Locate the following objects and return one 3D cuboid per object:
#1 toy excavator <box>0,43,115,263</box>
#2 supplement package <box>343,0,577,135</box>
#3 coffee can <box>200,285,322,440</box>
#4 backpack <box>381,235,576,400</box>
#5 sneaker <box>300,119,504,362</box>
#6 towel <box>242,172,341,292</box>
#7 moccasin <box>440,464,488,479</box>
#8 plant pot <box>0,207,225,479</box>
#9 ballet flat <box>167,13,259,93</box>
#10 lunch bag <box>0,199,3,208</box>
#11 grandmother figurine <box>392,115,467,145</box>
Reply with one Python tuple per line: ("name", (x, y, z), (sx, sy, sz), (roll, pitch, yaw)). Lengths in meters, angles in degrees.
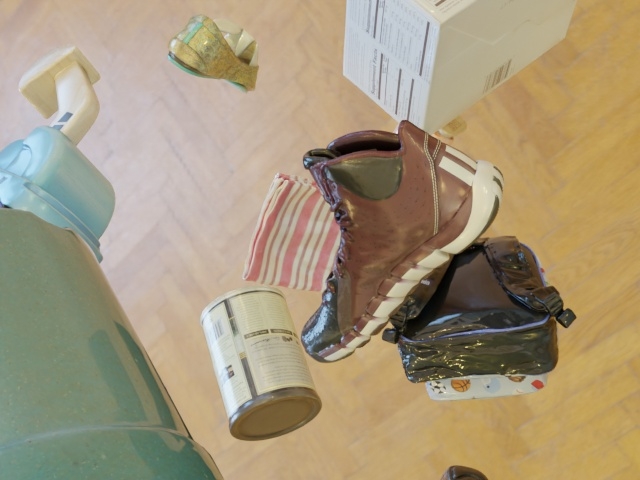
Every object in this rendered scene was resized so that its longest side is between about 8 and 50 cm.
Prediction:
("toy excavator", (-0.448, -0.118, 1.503), (0.433, 0.445, 0.222), (20, 154, 44))
("supplement package", (0.171, -0.283, 1.073), (0.145, 0.262, 0.204), (45, 158, 23))
("coffee can", (-0.132, 0.265, 1.988), (0.201, 0.201, 0.275), (-43, 52, 31))
("backpack", (0.249, 0.114, 1.441), (0.276, 0.263, 0.213), (-3, 126, 11))
("sneaker", (0.028, -0.011, 0.878), (0.162, 0.106, 0.281), (35, 121, -13))
("towel", (0.000, 0.000, 1.185), (0.029, 0.197, 0.144), (30, 104, 51))
("moccasin", (0.268, 0.563, 1.619), (0.139, 0.380, 0.147), (12, 112, -16))
("plant pot", (-0.258, 0.173, 0.750), (0.341, 0.341, 0.334), (-51, 51, 29))
("ballet flat", (-0.174, -0.346, 1.695), (0.123, 0.348, 0.123), (1, 93, 13))
("lunch bag", (-0.398, 0.029, 0.927), (0.151, 0.129, 0.096), (-60, 41, 25))
("grandmother figurine", (0.152, -0.124, 1.784), (0.208, 0.104, 0.342), (46, 133, 11))
